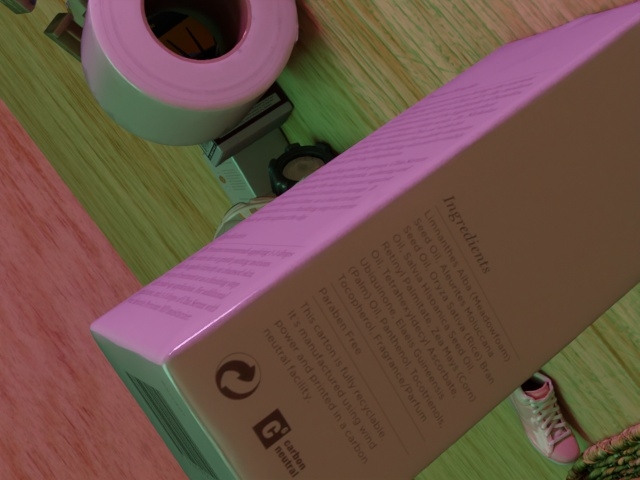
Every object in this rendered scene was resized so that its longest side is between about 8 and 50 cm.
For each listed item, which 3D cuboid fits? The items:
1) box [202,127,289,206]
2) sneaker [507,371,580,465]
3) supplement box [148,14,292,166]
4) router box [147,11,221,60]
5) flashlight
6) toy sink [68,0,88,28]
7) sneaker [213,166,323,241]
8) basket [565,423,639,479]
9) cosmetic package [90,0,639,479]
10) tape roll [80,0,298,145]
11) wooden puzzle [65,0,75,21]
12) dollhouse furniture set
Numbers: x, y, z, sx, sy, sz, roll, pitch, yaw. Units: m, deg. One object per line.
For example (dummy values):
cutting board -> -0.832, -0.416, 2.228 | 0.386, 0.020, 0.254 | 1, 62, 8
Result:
box -> -0.088, -0.090, 1.456 | 0.170, 0.091, 0.130 | 60, 160, -15
sneaker -> 0.280, 0.218, 1.166 | 0.134, 0.051, 0.070 | 57, 165, 22
supplement box -> -0.164, -0.241, 1.328 | 0.239, 0.130, 0.073 | 55, 161, 2
router box -> -0.176, -0.252, 1.262 | 0.133, 0.179, 0.046 | 54, 162, 1
flashlight -> 0.000, 0.000, 1.374 | 0.103, 0.103, 0.304 | 22, 143, 30
toy sink -> -0.295, -0.327, 1.490 | 0.153, 0.131, 0.234 | 49, 165, 14
sneaker -> -0.061, 0.000, 1.230 | 0.262, 0.121, 0.099 | -29, 120, 36
basket -> 0.339, 0.356, 1.024 | 0.223, 0.213, 0.299 | 50, 160, 12
cosmetic package -> 0.078, 0.007, 0.694 | 0.161, 0.453, 0.230 | 59, 160, -13
tape roll -> -0.166, -0.253, 1.145 | 0.246, 0.246, 0.169 | 55, 161, -2
wooden puzzle -> -0.512, -0.472, 1.930 | 0.049, 0.006, 0.083 | 59, 160, -12
dollhouse furniture set -> -0.359, -0.350, 1.314 | 0.183, 0.129, 0.129 | 39, 173, -29
